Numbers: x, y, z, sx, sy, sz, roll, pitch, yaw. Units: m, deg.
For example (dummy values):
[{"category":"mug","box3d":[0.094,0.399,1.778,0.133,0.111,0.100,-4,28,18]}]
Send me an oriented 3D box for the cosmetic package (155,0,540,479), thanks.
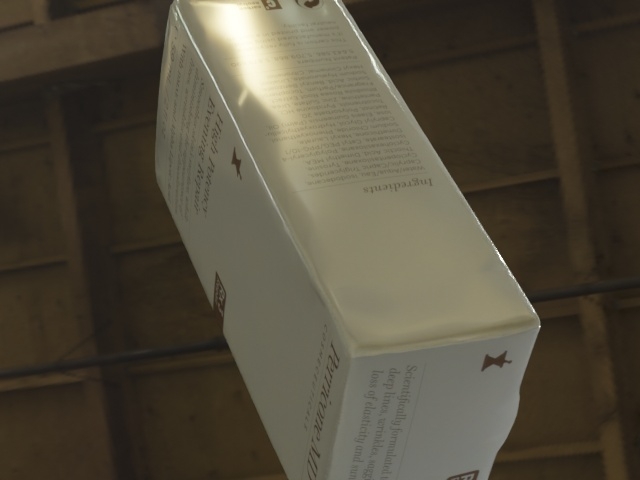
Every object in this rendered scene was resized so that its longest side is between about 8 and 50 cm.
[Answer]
[{"category":"cosmetic package","box3d":[0.000,0.000,0.664,0.231,0.085,0.117,-117,-154,-42]}]
